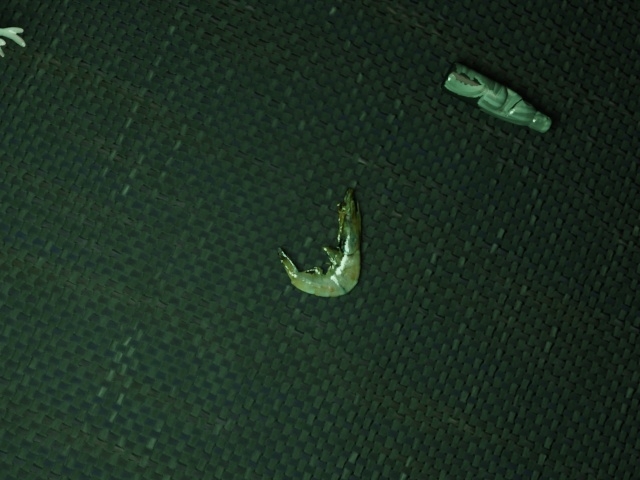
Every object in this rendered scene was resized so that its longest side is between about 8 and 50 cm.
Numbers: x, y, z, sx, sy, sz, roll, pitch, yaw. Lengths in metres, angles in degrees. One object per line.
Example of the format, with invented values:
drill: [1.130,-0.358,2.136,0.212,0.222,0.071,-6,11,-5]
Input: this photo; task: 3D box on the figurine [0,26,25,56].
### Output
figurine: [-0.655,-0.379,1.484,0.316,0.206,0.284,-36,68,10]

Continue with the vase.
vase: [0.321,-0.251,1.681,0.211,0.060,0.060,27,81,-3]

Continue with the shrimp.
shrimp: [-0.001,0.000,1.628,0.148,0.035,0.195,3,84,-4]
